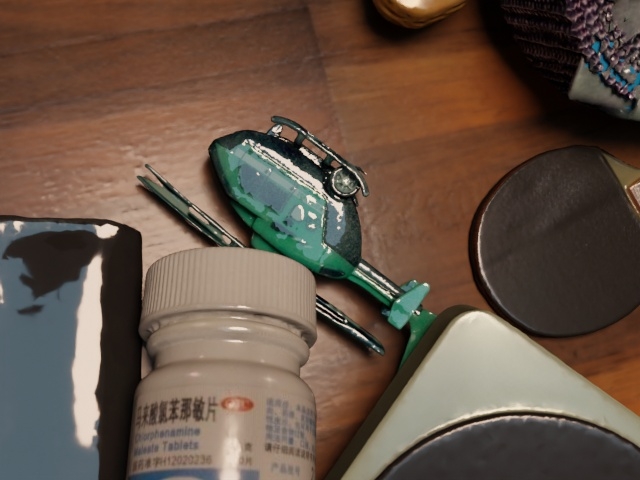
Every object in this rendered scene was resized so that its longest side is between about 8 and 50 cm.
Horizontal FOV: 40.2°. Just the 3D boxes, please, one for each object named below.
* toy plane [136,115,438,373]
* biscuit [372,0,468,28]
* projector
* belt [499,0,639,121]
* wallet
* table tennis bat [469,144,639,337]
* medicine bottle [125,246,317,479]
[{"bbox_3d":[0.000,0.000,0.559,0.235,0.060,0.096,37,83,-1],"label":"toy plane"},{"bbox_3d":[-0.001,-0.297,0.596,0.339,0.047,0.216,41,71,3],"label":"biscuit"},{"bbox_3d":[0.113,0.210,0.523,0.257,0.079,0.259,36,87,0],"label":"projector"},{"bbox_3d":[0.270,-0.203,0.588,0.324,0.122,0.260,3,105,-24],"label":"belt"},{"bbox_3d":[-0.210,0.187,0.480,0.228,0.062,0.406,0,80,-12],"label":"wallet"},{"bbox_3d":[0.206,-0.016,0.627,0.220,0.019,0.130,-29,89,-14],"label":"table tennis bat"},{"bbox_3d":[-0.053,0.098,0.483,0.105,0.105,0.168,6,65,-12],"label":"medicine bottle"}]
